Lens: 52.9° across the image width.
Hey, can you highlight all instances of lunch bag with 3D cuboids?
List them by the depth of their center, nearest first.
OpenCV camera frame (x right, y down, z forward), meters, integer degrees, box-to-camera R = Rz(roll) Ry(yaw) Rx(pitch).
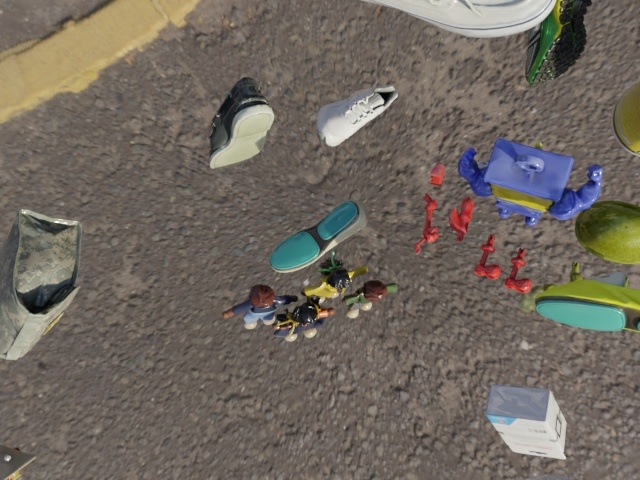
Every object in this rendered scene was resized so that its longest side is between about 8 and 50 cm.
[{"bbox_3d":[-0.669,0.113,1.497,0.235,0.168,0.287,-42,45,39],"label":"lunch bag"}]

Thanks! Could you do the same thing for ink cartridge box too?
[{"bbox_3d":[0.374,0.325,1.149,0.104,0.180,0.060,-2,54,32],"label":"ink cartridge box"}]

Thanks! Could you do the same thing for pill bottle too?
[{"bbox_3d":[0.785,-0.296,1.421,0.187,0.334,0.188,0,89,9],"label":"pill bottle"}]

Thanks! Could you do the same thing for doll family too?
[{"bbox_3d":[-0.011,0.067,0.722,0.192,0.111,0.076,-25,81,-14],"label":"doll family"}]

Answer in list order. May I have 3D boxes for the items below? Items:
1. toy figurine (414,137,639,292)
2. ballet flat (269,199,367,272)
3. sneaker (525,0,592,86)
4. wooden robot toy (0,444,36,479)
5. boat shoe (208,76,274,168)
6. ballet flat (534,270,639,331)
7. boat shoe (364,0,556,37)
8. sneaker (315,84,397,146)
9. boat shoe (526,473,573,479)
[{"bbox_3d":[0.309,-0.044,0.912,0.362,0.217,0.191,21,76,19],"label":"toy figurine"},{"bbox_3d":[0.000,0.000,1.463,0.248,0.086,0.086,-32,90,11],"label":"ballet flat"},{"bbox_3d":[0.549,-0.521,1.523,0.134,0.344,0.146,-22,51,-17],"label":"sneaker"},{"bbox_3d":[-0.302,0.185,0.503,0.173,0.076,0.079,-36,88,18],"label":"wooden robot toy"},{"bbox_3d":[-0.199,-0.267,1.488,0.127,0.340,0.113,-15,81,-18],"label":"boat shoe"},{"bbox_3d":[0.392,0.080,0.805,0.230,0.077,0.077,11,62,27],"label":"ballet flat"},{"bbox_3d":[0.164,-0.408,0.944,0.367,0.156,0.136,22,96,17],"label":"boat shoe"},{"bbox_3d":[0.098,-0.360,1.766,0.297,0.129,0.111,-44,107,-37],"label":"sneaker"},{"bbox_3d":[0.416,0.516,1.240,0.276,0.096,0.098,3,85,-21],"label":"boat shoe"}]
